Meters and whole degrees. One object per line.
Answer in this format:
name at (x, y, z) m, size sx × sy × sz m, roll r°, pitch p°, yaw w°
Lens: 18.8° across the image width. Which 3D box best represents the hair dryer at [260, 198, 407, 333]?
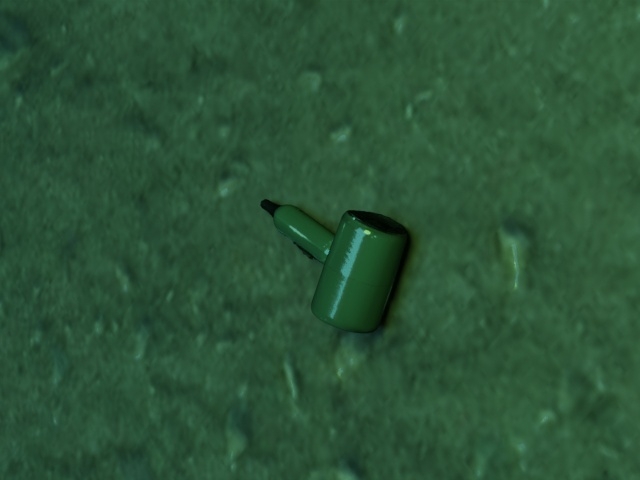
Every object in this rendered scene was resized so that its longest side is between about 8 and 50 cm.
hair dryer at (0.000, 0.000, 1.274) m, size 0.150 × 0.047 × 0.071 m, roll 37°, pitch 112°, yaw 52°
